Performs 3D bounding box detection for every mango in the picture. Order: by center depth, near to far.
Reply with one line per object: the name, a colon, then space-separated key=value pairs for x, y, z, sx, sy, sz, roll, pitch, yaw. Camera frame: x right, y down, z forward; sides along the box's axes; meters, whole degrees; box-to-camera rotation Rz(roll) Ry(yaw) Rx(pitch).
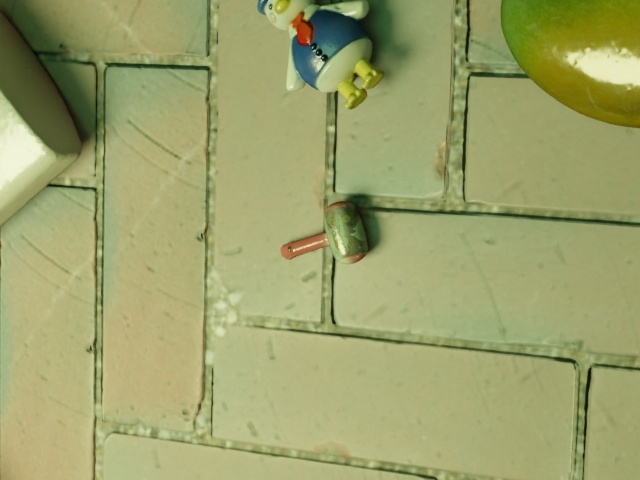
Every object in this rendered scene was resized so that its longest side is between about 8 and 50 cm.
mango: x=0.249 y=-0.154 z=1.073 sx=0.251 sy=0.114 sz=0.156 roll=-3 pitch=102 yaw=23

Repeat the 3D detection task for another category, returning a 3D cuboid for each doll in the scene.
doll: x=-0.005 y=-0.170 z=1.215 sx=0.099 sy=0.057 sz=0.143 roll=-46 pitch=73 yaw=22

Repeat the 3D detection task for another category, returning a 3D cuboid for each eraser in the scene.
eraser: x=-0.357 y=-0.068 z=1.356 sx=0.270 sy=0.095 sz=0.174 roll=-38 pitch=78 yaw=21

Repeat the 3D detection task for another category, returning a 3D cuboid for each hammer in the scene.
hammer: x=0.000 y=0.000 z=1.247 sx=0.083 sy=0.031 sz=0.053 roll=-17 pitch=86 yaw=34
